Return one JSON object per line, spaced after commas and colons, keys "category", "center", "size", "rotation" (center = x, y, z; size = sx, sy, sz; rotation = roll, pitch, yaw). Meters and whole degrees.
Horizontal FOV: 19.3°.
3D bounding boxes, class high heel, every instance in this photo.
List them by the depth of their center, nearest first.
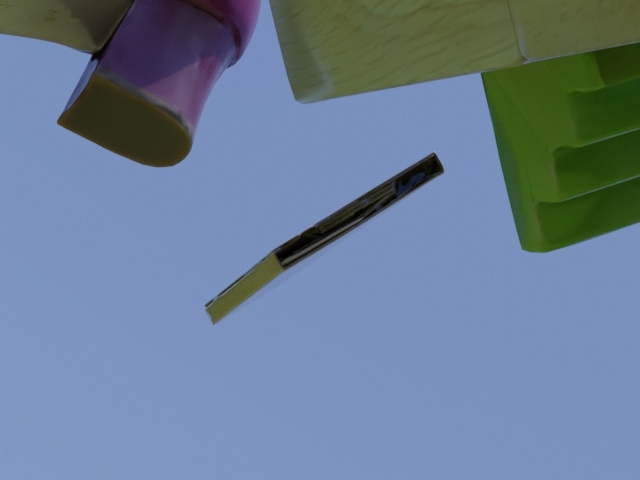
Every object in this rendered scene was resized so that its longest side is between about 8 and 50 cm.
{"category": "high heel", "center": [-0.206, -0.201, 1.097], "size": [0.377, 0.181, 0.127], "rotation": [35, -41, -22]}

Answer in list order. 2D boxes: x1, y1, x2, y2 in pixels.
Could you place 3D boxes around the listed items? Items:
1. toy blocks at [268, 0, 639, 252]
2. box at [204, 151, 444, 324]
{"category": "toy blocks", "center": [0.058, -0.181, 0.308], "size": [0.261, 0.191, 0.381], "rotation": [-1, -76, 63]}
{"category": "box", "center": [0.000, 0.000, 1.522], "size": [0.021, 0.164, 0.201], "rotation": [57, -23, 2]}
